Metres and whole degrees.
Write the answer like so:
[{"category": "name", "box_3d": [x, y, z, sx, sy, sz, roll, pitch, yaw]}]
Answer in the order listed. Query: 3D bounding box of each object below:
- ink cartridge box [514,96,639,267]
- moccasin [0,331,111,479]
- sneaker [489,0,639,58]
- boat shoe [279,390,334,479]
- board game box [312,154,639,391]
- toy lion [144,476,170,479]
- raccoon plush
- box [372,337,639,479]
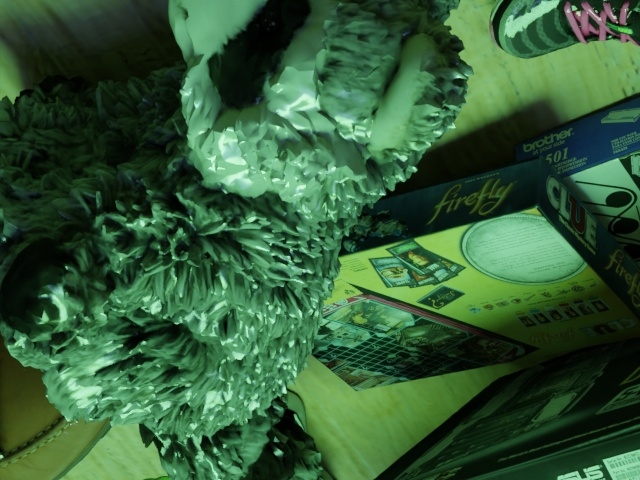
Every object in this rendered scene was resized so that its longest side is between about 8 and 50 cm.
[{"category": "ink cartridge box", "box_3d": [0.220, -0.008, 1.134, 0.097, 0.046, 0.207, -20, 138, 23]}, {"category": "moccasin", "box_3d": [-0.295, 0.121, 1.203, 0.380, 0.139, 0.147, -16, 149, 29]}, {"category": "sneaker", "box_3d": [0.178, -0.135, 0.953, 0.170, 0.074, 0.063, -17, 139, 16]}, {"category": "boat shoe", "box_3d": [-0.031, 0.208, 1.363, 0.078, 0.070, 0.219, -9, 140, 7]}, {"category": "board game box", "box_3d": [0.081, 0.030, 1.135, 0.243, 0.042, 0.165, -14, 140, 33]}, {"category": "toy lion", "box_3d": [-0.119, 0.236, 1.427, 0.100, 0.034, 0.096, -4, 133, 0]}, {"category": "raccoon plush", "box_3d": [0.000, 0.000, 1.021, 0.299, 0.216, 0.446, -20, 143, 14]}, {"category": "box", "box_3d": [0.184, 0.129, 1.087, 0.307, 0.242, 0.076, -26, 94, 43]}]
